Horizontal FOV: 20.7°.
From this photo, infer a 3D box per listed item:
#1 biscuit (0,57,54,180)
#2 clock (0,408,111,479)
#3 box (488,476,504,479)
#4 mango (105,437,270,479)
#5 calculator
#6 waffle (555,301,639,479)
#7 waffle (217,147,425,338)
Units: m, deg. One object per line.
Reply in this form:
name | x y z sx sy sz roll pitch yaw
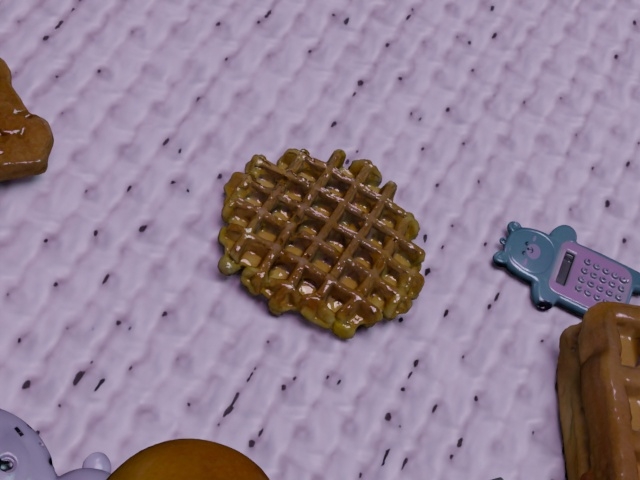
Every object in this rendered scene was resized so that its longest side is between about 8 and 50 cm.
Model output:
biscuit | -0.341 -0.072 1.399 0.249 0.035 0.184 -27 67 -32
clock | -0.203 0.179 1.243 0.176 0.080 0.117 44 54 12
box | 0.106 0.320 1.157 0.166 0.220 0.290 -21 55 -3
mango | -0.095 0.259 1.165 0.175 0.139 0.254 7 93 -52
calculator | 0.220 0.029 1.540 0.141 0.019 0.094 25 54 -2
waffle | 0.309 0.213 1.395 0.224 0.098 0.328 8 53 -12
waffle | 0.003 -0.003 1.473 0.191 0.038 0.191 9 53 -13
